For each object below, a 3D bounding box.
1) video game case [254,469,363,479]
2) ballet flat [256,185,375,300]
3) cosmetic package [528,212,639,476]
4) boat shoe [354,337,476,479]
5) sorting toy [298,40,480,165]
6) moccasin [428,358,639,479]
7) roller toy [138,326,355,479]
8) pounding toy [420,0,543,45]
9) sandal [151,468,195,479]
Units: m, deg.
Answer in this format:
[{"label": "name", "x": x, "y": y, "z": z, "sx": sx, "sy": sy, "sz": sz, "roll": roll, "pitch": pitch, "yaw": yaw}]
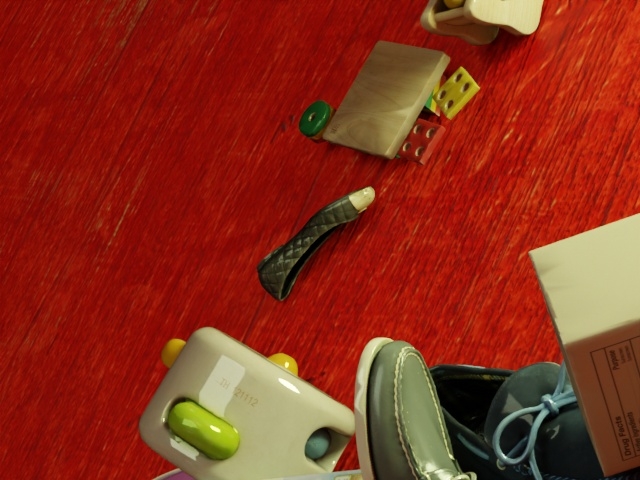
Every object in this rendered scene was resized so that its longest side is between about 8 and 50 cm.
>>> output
[{"label": "video game case", "x": -0.021, "y": 0.330, "z": 1.590, "sx": 0.244, "sy": 0.061, "sz": 0.270, "roll": -9, "pitch": 45, "yaw": 21}, {"label": "ballet flat", "x": 0.000, "y": 0.000, "z": 2.010, "sx": 0.173, "sy": 0.057, "sz": 0.049, "roll": -42, "pitch": 76, "yaw": 22}, {"label": "cosmetic package", "x": 0.327, "y": 0.044, "z": 1.339, "sx": 0.309, "sy": 0.160, "sz": 0.113, "roll": -18, "pitch": 41, "yaw": 5}, {"label": "boat shoe", "x": 0.112, "y": 0.230, "z": 1.502, "sx": 0.099, "sy": 0.116, "sz": 0.320, "roll": -14, "pitch": 89, "yaw": 30}, {"label": "sorting toy", "x": 0.088, "y": -0.148, "z": 2.013, "sx": 0.274, "sy": 0.046, "sz": 0.132, "roll": 19, "pitch": 78, "yaw": 56}, {"label": "moccasin", "x": 0.177, "y": 0.165, "z": 1.510, "sx": 0.137, "sy": 0.117, "sz": 0.342, "roll": -43, "pitch": 19, "yaw": -28}, {"label": "roller toy", "x": -0.069, "y": 0.177, "z": 1.802, "sx": 0.146, "sy": 0.191, "sz": 0.209, "roll": -59, "pitch": 19, "yaw": -3}, {"label": "pounding toy", "x": 0.207, "y": -0.344, "z": 1.933, "sx": 0.154, "sy": 0.154, "sz": 0.270, "roll": -8, "pitch": 57, "yaw": 49}, {"label": "sandal", "x": -0.275, "y": 0.367, "z": 1.979, "sx": 0.416, "sy": 0.102, "sz": 0.169, "roll": -35, "pitch": 39, "yaw": 28}]
